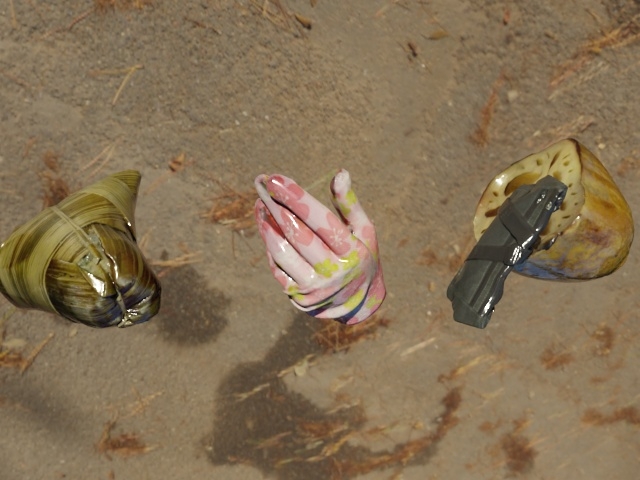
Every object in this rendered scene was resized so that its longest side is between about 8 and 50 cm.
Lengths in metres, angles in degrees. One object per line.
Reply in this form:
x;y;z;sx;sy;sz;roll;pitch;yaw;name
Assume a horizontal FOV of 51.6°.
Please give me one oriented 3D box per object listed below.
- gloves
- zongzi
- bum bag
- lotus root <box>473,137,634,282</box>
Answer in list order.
0.001;0.010;0.839;0.145;0.126;0.241;-22;141;17;gloves
-0.284;-0.008;0.929;0.288;0.285;0.134;-48;133;-36;zongzi
0.212;0.012;0.757;0.049;0.087;0.198;32;91;-25;bum bag
0.342;-0.014;0.949;0.180;0.188;0.199;33;144;-26;lotus root
